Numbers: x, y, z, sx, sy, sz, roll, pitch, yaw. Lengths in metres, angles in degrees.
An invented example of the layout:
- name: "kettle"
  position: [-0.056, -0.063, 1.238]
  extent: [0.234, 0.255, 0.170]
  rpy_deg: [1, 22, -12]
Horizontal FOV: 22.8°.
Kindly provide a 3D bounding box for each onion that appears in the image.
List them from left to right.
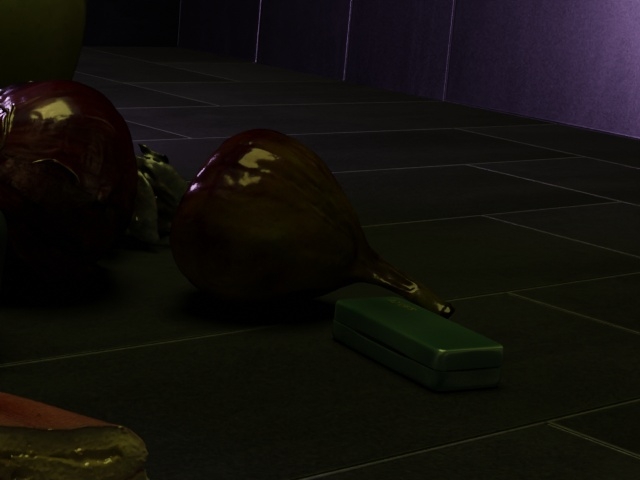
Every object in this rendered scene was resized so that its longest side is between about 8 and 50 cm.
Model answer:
- name: "onion"
  position: [-0.323, -0.056, 1.624]
  extent: [0.281, 0.221, 0.281]
  rpy_deg: [-1, -18, 0]

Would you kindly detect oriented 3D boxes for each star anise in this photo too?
- name: "star anise"
  position: [-0.260, -0.082, 1.854]
  extent: [0.212, 0.282, 0.129]
  rpy_deg: [24, 65, 41]

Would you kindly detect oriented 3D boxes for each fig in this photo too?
- name: "fig"
  position: [-0.023, 0.024, 1.633]
  extent: [0.290, 0.190, 0.190]
  rpy_deg: [45, 5, -12]

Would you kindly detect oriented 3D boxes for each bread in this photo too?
- name: "bread"
  position: [-0.224, 0.139, 1.063]
  extent: [0.192, 0.067, 0.119]
  rpy_deg: [12, 6, 25]

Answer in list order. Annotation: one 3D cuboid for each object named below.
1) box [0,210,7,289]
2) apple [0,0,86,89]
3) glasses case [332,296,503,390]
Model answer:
- name: "box"
  position: [-0.349, 0.019, 1.410]
  extent: [0.090, 0.144, 0.201]
  rpy_deg: [3, 10, -29]
- name: "apple"
  position: [-0.536, -0.303, 2.182]
  extent: [0.474, 0.473, 0.473]
  rpy_deg: [5, 12, -1]
- name: "glasses case"
  position: [0.088, 0.094, 1.484]
  extent: [0.078, 0.039, 0.184]
  rpy_deg: [-2, 14, -31]
